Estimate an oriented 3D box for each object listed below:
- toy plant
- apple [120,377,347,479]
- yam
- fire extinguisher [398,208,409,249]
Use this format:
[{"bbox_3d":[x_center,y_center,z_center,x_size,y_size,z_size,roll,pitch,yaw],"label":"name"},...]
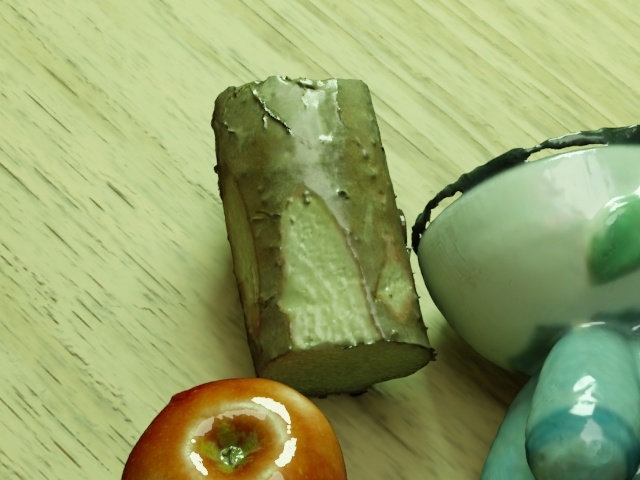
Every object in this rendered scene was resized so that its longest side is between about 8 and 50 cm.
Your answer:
[{"bbox_3d":[0.212,0.112,1.408,0.247,0.247,0.332,-7,63,-12],"label":"toy plant"},{"bbox_3d":[-0.058,0.171,1.363,0.163,0.139,0.163,4,56,-6],"label":"apple"},{"bbox_3d":[-0.003,-0.010,1.470,0.129,0.128,0.238,-2,73,-28],"label":"yam"},{"bbox_3d":[0.000,0.000,1.556,0.132,0.039,0.056,-6,47,-12],"label":"fire extinguisher"}]
